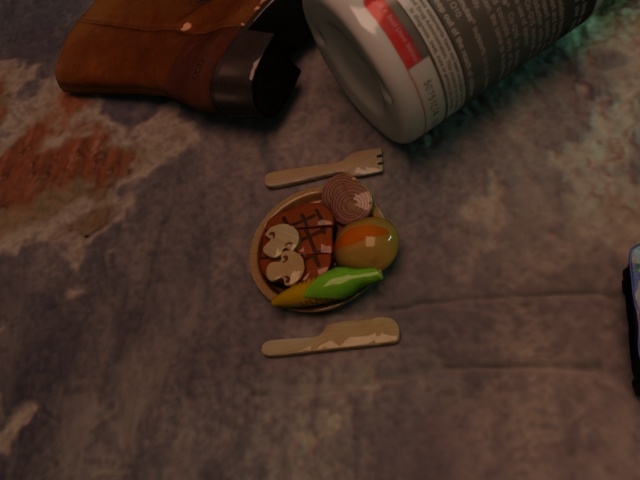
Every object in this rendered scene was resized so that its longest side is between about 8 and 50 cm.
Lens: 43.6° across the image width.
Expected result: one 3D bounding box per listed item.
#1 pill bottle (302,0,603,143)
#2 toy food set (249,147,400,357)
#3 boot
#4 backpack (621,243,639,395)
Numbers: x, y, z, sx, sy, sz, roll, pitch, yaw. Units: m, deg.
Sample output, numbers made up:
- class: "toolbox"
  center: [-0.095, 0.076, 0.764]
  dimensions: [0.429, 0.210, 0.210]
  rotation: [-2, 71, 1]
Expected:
- class: "pill bottle"
  center: [0.141, -0.225, 0.691]
  dimensions: [0.283, 0.161, 0.161]
  rotation: [-35, 56, -5]
- class: "toy food set"
  center: [0.000, 0.000, 0.675]
  dimensions: [0.132, 0.038, 0.192]
  rotation: [-10, 58, 11]
- class: "boot"
  center: [-0.118, -0.247, 0.851]
  dimensions: [0.280, 0.096, 0.264]
  rotation: [14, 73, 32]
- class: "backpack"
  center: [0.269, 0.047, 0.536]
  dimensions: [0.114, 0.084, 0.105]
  rotation: [-1, 62, 14]
